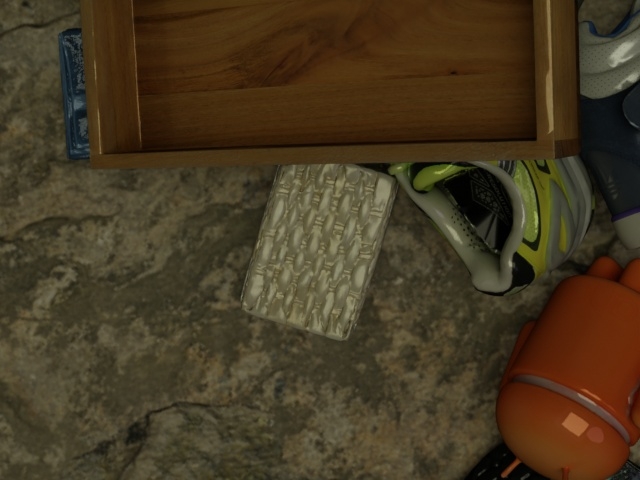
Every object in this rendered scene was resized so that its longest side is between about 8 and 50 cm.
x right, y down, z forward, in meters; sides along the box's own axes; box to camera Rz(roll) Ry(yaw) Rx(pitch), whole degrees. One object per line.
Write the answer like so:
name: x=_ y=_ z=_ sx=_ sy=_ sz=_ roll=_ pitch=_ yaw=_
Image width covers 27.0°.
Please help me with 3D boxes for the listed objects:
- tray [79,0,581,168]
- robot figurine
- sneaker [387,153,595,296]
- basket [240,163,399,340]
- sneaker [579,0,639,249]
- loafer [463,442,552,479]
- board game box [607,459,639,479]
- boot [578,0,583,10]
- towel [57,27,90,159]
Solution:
tray: x=-0.004 y=-0.163 z=1.057 sx=0.411 sy=0.076 sz=0.203 roll=1 pitch=97 yaw=29
robot figurine: x=0.234 y=0.119 z=1.170 sx=0.158 sy=0.128 sz=0.219 roll=25 pitch=70 yaw=21
sneaker: x=0.101 y=-0.127 z=1.116 sx=0.145 sy=0.147 sz=0.385 roll=-31 pitch=100 yaw=34
basket: x=0.000 y=0.000 z=1.184 sx=0.113 sy=0.103 sz=0.167 roll=16 pitch=96 yaw=-1
sneaker: x=0.370 y=-0.139 z=1.161 sx=0.323 sy=0.130 sz=0.236 roll=-15 pitch=84 yaw=-11
loafer: x=0.160 y=0.255 z=1.234 sx=0.223 sy=0.076 sz=0.078 roll=-39 pitch=131 yaw=-3
board game box: x=0.260 y=0.298 z=1.255 sx=0.126 sy=0.026 sz=0.186 roll=35 pitch=95 yaw=-3
boot: x=0.122 y=-0.226 z=1.178 sx=0.246 sy=0.083 sz=0.161 roll=16 pitch=106 yaw=2
towel: x=-0.200 y=-0.134 z=1.206 sx=0.067 sy=0.029 sz=0.119 roll=-3 pitch=96 yaw=-1
